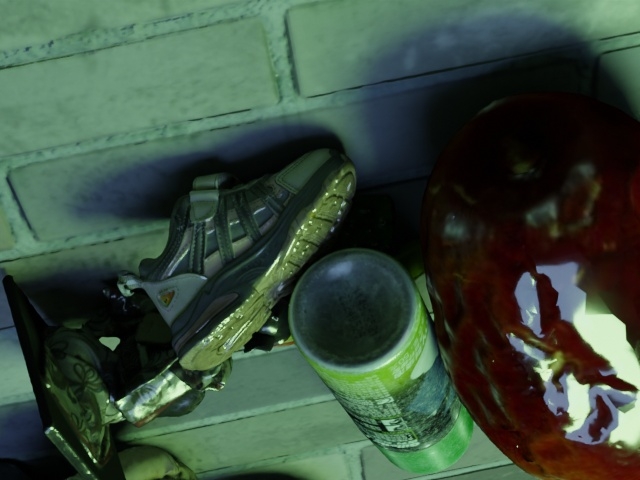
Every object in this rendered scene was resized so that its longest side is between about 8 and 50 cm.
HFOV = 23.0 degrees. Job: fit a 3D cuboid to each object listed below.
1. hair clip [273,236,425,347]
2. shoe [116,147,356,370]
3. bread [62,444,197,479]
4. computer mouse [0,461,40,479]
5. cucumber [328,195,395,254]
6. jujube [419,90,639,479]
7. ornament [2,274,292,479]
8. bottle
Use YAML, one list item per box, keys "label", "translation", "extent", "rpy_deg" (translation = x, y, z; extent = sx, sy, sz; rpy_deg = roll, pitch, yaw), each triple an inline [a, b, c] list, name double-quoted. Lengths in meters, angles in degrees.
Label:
- label: "hair clip"
  translation: [0.005, 0.047, 1.206]
  extent: [0.188, 0.033, 0.060]
  rpy_deg: [-22, 147, 15]
- label: "shoe"
  translation: [-0.056, -0.001, 1.074]
  extent: [0.180, 0.092, 0.089]
  rpy_deg: [-50, 163, -3]
- label: "bread"
  translation: [-0.194, 0.279, 1.393]
  extent: [0.183, 0.102, 0.337]
  rpy_deg: [-25, 161, -45]
- label: "computer mouse"
  translation: [-0.322, 0.239, 1.362]
  extent: [0.192, 0.062, 0.106]
  rpy_deg: [6, 143, -26]
- label: "cucumber"
  translation: [0.000, 0.000, 1.136]
  extent: [0.107, 0.035, 0.067]
  rpy_deg: [-2, 146, -10]
- label: "jujube"
  translation: [0.181, 0.041, 1.092]
  extent: [0.223, 0.223, 0.318]
  rpy_deg: [-19, 137, 11]
- label: "ornament"
  translation: [-0.101, 0.075, 1.138]
  extent: [0.196, 0.166, 0.153]
  rpy_deg: [-26, 138, -2]
- label: "bottle"
  translation: [0.055, 0.103, 1.200]
  extent: [0.093, 0.093, 0.330]
  rpy_deg: [-16, 157, 6]
